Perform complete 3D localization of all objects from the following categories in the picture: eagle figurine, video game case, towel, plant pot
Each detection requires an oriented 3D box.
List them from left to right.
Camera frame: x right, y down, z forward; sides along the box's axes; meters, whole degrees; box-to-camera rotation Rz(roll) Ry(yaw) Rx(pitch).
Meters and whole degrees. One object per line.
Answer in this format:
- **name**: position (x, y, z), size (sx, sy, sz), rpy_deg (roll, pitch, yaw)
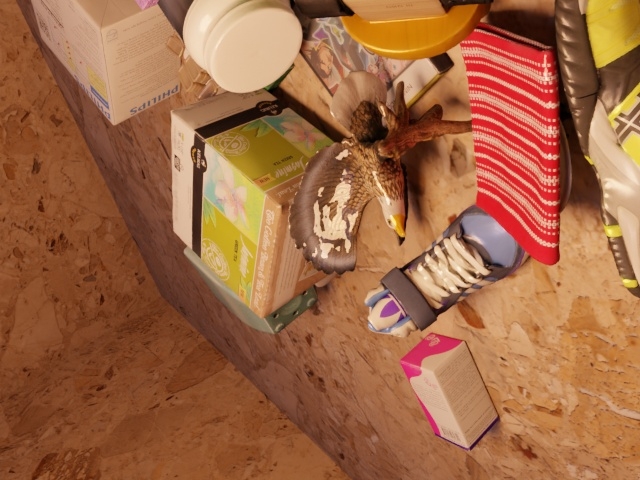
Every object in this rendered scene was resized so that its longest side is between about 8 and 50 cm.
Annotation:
- **plant pot**: position (-0.147, 0.090, 1.414), size (0.252, 0.248, 0.247), rpy_deg (43, 164, 34)
- **video game case**: position (0.058, -0.320, 0.895), size (0.274, 0.035, 0.248), rpy_deg (54, 154, 0)
- **eagle figurine**: position (0.085, -0.089, 0.876), size (0.227, 0.225, 0.298), rpy_deg (21, 151, -6)
- **towel**: position (0.236, -0.121, 0.693), size (0.198, 0.031, 0.274), rpy_deg (-114, 6, -57)

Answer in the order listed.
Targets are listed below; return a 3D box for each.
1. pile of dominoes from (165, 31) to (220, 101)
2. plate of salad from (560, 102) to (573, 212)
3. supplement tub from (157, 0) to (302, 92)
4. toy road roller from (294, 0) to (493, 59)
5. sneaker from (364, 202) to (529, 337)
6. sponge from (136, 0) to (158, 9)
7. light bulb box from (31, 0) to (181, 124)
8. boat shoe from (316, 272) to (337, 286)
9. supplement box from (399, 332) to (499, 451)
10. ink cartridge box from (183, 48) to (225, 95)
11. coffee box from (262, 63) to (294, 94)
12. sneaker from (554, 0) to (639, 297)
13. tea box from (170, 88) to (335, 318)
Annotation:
- **pile of dominoes**: position (-0.206, -0.410, 1.120), size (0.251, 0.040, 0.195), rpy_deg (-39, 69, 32)
- **plate of salad**: position (0.275, -0.126, 0.714), size (0.200, 0.048, 0.199), rpy_deg (162, 90, -87)
- **supplement tub**: position (-0.169, -0.408, 0.943), size (0.272, 0.191, 0.191), rpy_deg (57, 156, 21)
- **toy road roller**: position (0.102, -0.366, 0.597), size (0.203, 0.241, 0.329), rpy_deg (5, 95, 24)
- **sneaker**: position (0.190, 0.072, 0.914), size (0.130, 0.236, 0.323), rpy_deg (51, 154, 7)
- **sponge**: position (-0.312, -0.475, 0.847), size (0.210, 0.031, 0.117), rpy_deg (54, 148, -13)
- **light bulb box**: position (-0.542, -0.559, 1.391), size (0.358, 0.225, 0.361), rpy_deg (49, 154, 8)
- **boat shoe**: position (0.000, 0.000, 1.311), size (0.088, 0.096, 0.267), rpy_deg (42, 151, 31)
- **supplement box**: position (0.282, 0.328, 1.212), size (0.111, 0.114, 0.220), rpy_deg (5, 127, 58)
- **ink cartridge box**: position (-0.250, -0.435, 1.233), size (0.115, 0.067, 0.198), rpy_deg (46, 152, 17)
- **coffee box**: position (-0.131, -0.362, 1.151), size (0.113, 0.040, 0.184), rpy_deg (58, 153, -6)
- **sneaker**: position (0.348, -0.128, 0.574), size (0.147, 0.145, 0.384), rpy_deg (-16, 108, 32)
- **tea box**: position (-0.128, -0.083, 1.140), size (0.324, 0.220, 0.328), rpy_deg (40, 141, 24)
